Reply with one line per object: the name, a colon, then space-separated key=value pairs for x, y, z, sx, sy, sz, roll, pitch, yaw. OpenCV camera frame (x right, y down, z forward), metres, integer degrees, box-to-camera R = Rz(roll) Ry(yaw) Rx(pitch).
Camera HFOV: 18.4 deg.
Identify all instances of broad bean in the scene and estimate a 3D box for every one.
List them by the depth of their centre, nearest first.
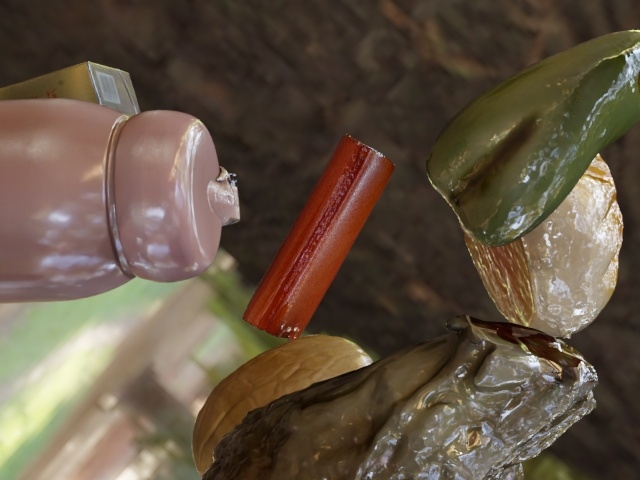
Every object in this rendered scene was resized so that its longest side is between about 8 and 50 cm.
broad bean: x=0.208 y=-0.110 z=1.763 sx=0.263 sy=0.121 sz=0.189 roll=-41 pitch=171 yaw=-33

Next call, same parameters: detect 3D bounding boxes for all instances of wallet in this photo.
wallet: x=0.000 y=0.000 z=1.908 sx=0.204 sy=0.045 sz=0.142 roll=-61 pitch=165 yaw=1

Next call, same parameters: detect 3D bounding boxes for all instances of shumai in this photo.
shumai: x=0.065 y=0.145 z=1.536 sx=0.346 sy=0.217 sz=0.283 roll=-9 pitch=135 yaw=-48

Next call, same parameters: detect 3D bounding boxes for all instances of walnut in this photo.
walnut: x=-0.023 y=0.180 z=1.860 sx=0.197 sy=0.165 sz=0.165 roll=-29 pitch=174 yaw=-18

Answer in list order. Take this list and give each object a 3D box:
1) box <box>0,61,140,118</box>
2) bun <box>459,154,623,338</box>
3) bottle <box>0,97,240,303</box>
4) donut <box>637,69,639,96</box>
box: x=-0.313 y=-0.154 z=2.334 sx=0.159 sy=0.071 sz=0.240 roll=-19 pitch=180 yaw=5
bun: x=0.275 y=-0.031 z=2.368 sx=0.165 sy=0.299 sz=0.299 roll=-20 pitch=176 yaw=-8
bottle: x=-0.225 y=-0.034 z=1.638 sx=0.297 sy=0.173 sz=0.206 roll=-4 pitch=175 yaw=12
donut: x=0.344 y=-0.200 z=1.585 sx=0.303 sy=0.110 sz=0.303 roll=-60 pitch=168 yaw=-22
